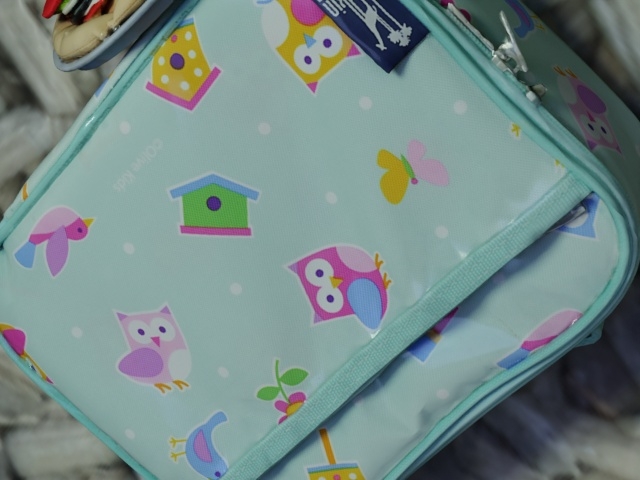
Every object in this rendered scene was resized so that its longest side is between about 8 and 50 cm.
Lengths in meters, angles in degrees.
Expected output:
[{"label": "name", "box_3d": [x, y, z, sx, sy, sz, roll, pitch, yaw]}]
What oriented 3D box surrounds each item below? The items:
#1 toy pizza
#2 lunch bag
[{"label": "toy pizza", "box_3d": [-0.062, -0.161, 0.629, 0.032, 0.201, 0.201, 35, 120, -22]}, {"label": "lunch bag", "box_3d": [0.000, 0.000, 0.639, 0.224, 0.108, 0.279, 45, 119, -1]}]
